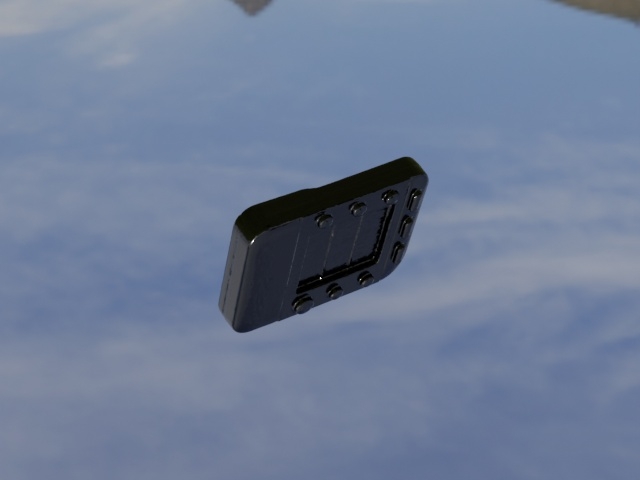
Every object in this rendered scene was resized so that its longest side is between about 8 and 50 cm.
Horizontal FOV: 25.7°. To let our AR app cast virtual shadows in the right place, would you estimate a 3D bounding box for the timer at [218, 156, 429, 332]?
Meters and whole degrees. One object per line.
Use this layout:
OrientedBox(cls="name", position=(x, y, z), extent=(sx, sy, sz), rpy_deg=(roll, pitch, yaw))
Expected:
OrientedBox(cls="timer", position=(0.000, 0.000, 1.235), extent=(0.187, 0.144, 0.055), rpy_deg=(-20, -125, -28))
